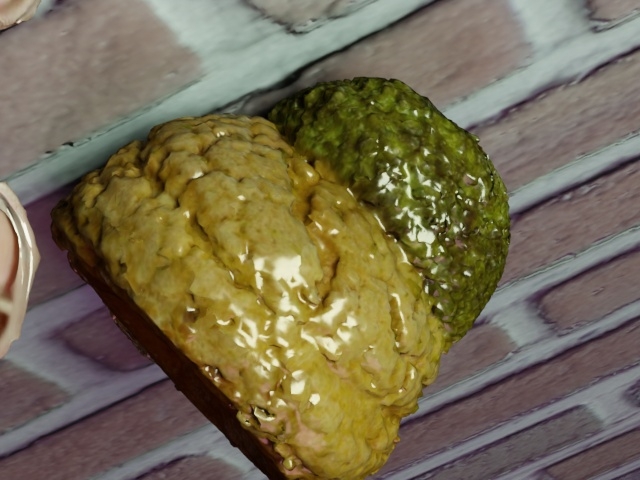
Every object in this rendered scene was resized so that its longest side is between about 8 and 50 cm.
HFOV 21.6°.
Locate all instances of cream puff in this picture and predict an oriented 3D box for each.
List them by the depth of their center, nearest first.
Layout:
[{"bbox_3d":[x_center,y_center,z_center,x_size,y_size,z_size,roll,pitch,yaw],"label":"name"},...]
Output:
[{"bbox_3d":[0.000,0.000,0.708,0.169,0.183,0.183,-44,157,-10],"label":"cream puff"}]

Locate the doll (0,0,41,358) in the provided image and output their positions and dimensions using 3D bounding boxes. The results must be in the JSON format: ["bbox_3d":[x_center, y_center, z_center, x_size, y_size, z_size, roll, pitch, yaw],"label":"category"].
[{"bbox_3d":[-0.224,-0.002,0.513,0.268,0.216,0.284,-10,159,33],"label":"doll"}]
